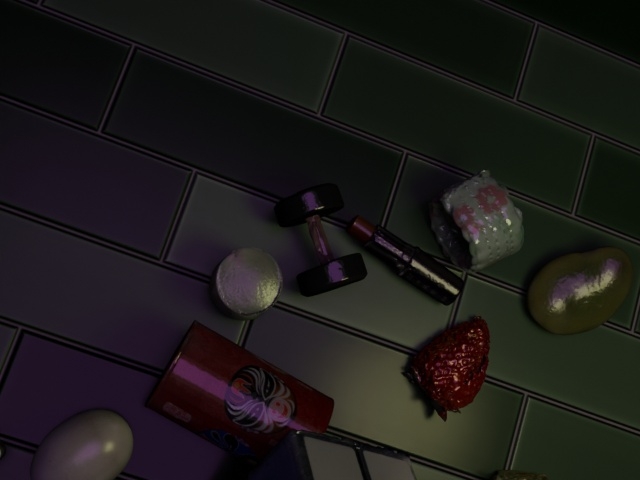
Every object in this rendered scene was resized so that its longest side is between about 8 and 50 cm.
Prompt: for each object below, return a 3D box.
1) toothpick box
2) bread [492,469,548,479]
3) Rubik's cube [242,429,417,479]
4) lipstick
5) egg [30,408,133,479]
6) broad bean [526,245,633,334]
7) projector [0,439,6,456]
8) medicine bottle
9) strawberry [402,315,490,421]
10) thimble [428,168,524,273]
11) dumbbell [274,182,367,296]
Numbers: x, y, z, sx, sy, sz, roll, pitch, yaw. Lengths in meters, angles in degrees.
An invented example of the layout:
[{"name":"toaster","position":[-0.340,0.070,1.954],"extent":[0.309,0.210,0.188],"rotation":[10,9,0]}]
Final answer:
[{"name":"toothpick box","position":[-0.164,0.330,1.802],"extent":[0.333,0.204,0.204],"rotation":[31,75,-5]},{"name":"bread","position":[0.431,0.641,1.923],"extent":[0.152,0.130,0.268],"rotation":[9,79,-20]},{"name":"Rubik's cube","position":[0.012,0.585,1.646],"extent":[0.316,0.318,0.313],"rotation":[20,34,-32]},{"name":"lipstick","position":[0.188,0.040,1.992],"extent":[0.299,0.081,0.081],"rotation":[34,75,-6]},{"name":"egg","position":[-0.471,0.422,1.743],"extent":[0.209,0.151,0.151],"rotation":[-30,88,-10]},{"name":"broad bean","position":[0.606,0.118,2.068],"extent":[0.263,0.121,0.189],"rotation":[-26,92,-1]},{"name":"projector","position":[-0.674,0.414,1.733],"extent":[0.083,0.082,0.083],"rotation":[-41,91,-16]},{"name":"medicine bottle","position":[-0.160,0.094,1.873],"extent":[0.147,0.143,0.147],"rotation":[2,80,-11]},{"name":"strawberry","position":[0.320,0.280,1.972],"extent":[0.228,0.098,0.174],"rotation":[-35,90,-15]},{"name":"thimble","position":[0.347,-0.045,1.983],"extent":[0.149,0.185,0.211],"rotation":[-26,112,-14]},{"name":"dumbbell","position":[0.000,0.000,1.921],"extent":[0.152,0.152,0.218],"rotation":[-17,84,-15]}]
